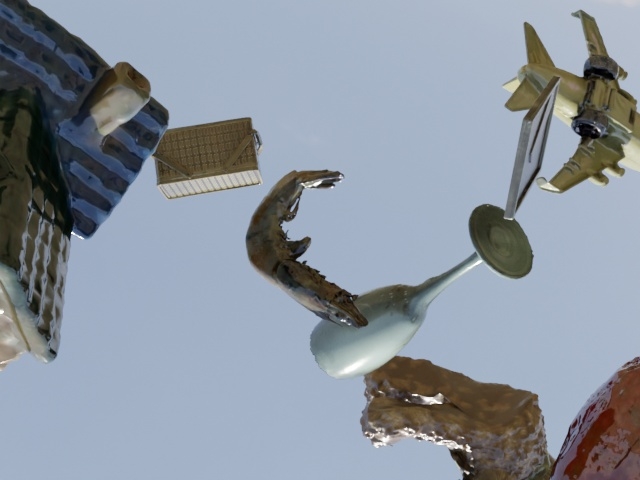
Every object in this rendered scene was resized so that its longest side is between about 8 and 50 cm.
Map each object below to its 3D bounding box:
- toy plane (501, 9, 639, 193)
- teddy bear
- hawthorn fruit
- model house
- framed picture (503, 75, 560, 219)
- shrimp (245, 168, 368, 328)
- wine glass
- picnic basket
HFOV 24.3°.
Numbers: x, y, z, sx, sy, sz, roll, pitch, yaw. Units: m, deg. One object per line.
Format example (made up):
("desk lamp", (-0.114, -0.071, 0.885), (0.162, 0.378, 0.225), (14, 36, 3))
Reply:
("toy plane", (0.317, -0.141, 1.693), (0.256, 0.104, 0.242), (24, -118, -18))
("teddy bear", (0.198, 0.292, 2.020), (0.296, 0.223, 0.246), (5, -156, 3))
("hawthorn fruit", (0.344, 0.229, 1.425), (0.258, 0.262, 0.258), (-2, -165, 0))
("model house", (-0.406, -0.086, 1.565), (0.395, 0.400, 0.445), (42, -148, -33))
("framed picture", (0.128, -0.057, 0.899), (0.006, 0.066, 0.089), (15, -153, 14))
("shrimp", (0.002, 0.000, 1.613), (0.195, 0.148, 0.035), (36, -170, 31))
("wine glass", (0.169, 0.061, 1.840), (0.264, 0.309, 0.096), (-10, -110, -46))
("picnic basket", (-0.163, -0.117, 2.153), (0.164, 0.079, 0.115), (-9, 169, 1))
